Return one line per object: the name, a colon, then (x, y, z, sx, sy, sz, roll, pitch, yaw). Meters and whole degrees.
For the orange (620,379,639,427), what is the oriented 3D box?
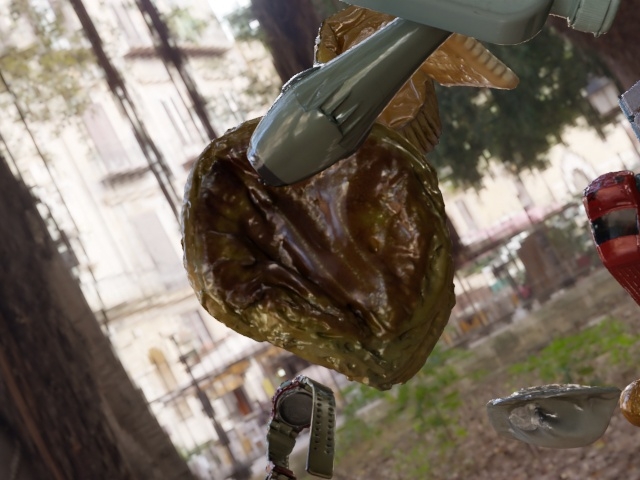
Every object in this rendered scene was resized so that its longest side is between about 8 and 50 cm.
orange: (0.523, 0.261, 1.729, 0.083, 0.083, 0.070, -29, -14, 14)

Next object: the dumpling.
dumpling: (0.316, 0.238, 1.482, 0.150, 0.092, 0.176, 16, -12, -38)

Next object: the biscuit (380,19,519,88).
biscuit: (0.190, -0.281, 1.643, 0.030, 0.160, 0.250, -56, 21, -3)

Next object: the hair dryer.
hair dryer: (0.042, -0.161, 1.005, 0.219, 0.088, 0.225, -31, 20, 34)

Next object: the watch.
watch: (-0.035, 0.347, 1.863, 0.165, 0.102, 0.268, -54, 18, 29)

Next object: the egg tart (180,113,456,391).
egg tart: (0.000, 0.000, 1.321, 0.351, 0.339, 0.153, 16, -19, -2)

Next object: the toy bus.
toy bus: (0.374, 0.009, 1.240, 0.081, 0.195, 0.089, -21, 29, 51)

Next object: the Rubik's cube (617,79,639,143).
Rubik's cube: (0.664, -0.184, 1.772, 0.221, 0.231, 0.224, -42, 29, 24)

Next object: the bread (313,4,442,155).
bread: (0.099, -0.262, 1.876, 0.204, 0.288, 0.156, -23, -27, 7)

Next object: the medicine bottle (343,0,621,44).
medicine bottle: (0.131, -0.227, 0.877, 0.083, 0.229, 0.121, 93, -166, -72)
